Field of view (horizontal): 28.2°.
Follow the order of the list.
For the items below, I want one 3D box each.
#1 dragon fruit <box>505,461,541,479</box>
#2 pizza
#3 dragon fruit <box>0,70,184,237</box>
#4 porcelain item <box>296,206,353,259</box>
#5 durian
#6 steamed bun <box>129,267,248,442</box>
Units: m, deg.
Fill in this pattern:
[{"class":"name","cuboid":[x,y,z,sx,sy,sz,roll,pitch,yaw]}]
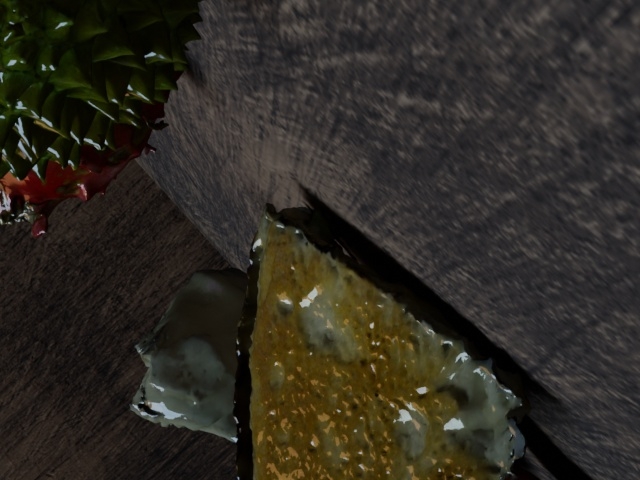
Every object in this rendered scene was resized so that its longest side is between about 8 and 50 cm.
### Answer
[{"class":"dragon fruit","cuboid":[0.101,0.296,1.196,0.329,0.286,0.228,43,177,13]},{"class":"pizza","cuboid":[0.010,0.147,1.189,0.080,0.435,0.391,2,-131,-37]},{"class":"dragon fruit","cuboid":[-0.262,-0.132,1.251,0.210,0.268,0.205,11,-160,-44]},{"class":"porcelain item","cuboid":[0.000,0.000,1.305,0.083,0.028,0.036,50,157,-8]},{"class":"durian","cuboid":[-0.185,-0.164,0.762,0.291,0.225,0.291,174,90,-78]},{"class":"steamed bun","cuboid":[-0.051,0.143,1.631,0.347,0.237,0.394,14,177,43]}]
